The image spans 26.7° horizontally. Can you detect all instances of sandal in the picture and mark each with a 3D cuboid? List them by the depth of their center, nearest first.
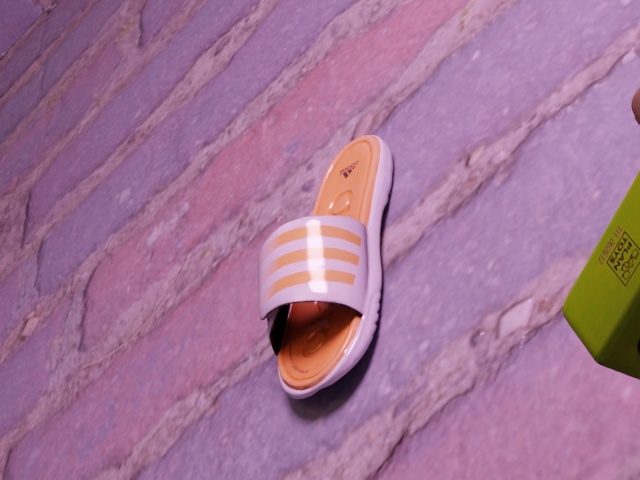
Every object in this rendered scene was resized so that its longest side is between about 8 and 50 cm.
[{"bbox_3d":[-0.007,0.004,1.039,0.102,0.076,0.265,-33,33,36],"label":"sandal"}]

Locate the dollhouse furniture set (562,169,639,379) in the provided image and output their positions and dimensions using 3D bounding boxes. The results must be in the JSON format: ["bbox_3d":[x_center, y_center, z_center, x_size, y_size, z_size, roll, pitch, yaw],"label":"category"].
[{"bbox_3d":[0.231,0.054,0.392,0.197,0.151,0.301,-65,31,27],"label":"dollhouse furniture set"}]

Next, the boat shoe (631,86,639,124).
[{"bbox_3d":[0.293,-0.100,0.679,0.285,0.105,0.089,-34,70,43],"label":"boat shoe"}]
